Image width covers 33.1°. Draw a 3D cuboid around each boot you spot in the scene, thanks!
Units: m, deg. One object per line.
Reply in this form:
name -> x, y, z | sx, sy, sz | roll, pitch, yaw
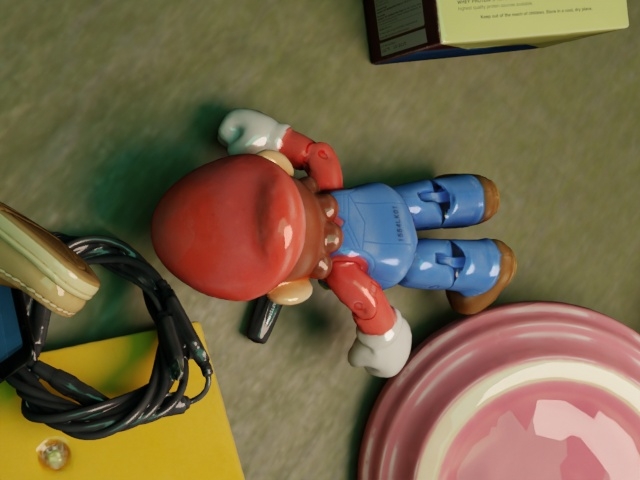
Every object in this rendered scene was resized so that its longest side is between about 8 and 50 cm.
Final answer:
boot -> -0.301, 0.045, 0.746 | 0.262, 0.095, 0.203 | 26, 79, 16

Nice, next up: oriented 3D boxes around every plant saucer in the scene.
plant saucer -> 0.201, 0.223, 0.977 | 0.332, 0.084, 0.332 | 0, 94, -4

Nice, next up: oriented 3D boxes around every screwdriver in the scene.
screwdriver -> -0.025, 0.013, 0.963 | 0.025, 0.024, 0.170 | 24, 78, 7

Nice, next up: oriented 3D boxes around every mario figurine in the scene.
mario figurine -> 0.000, 0.000, 0.924 | 0.320, 0.198, 0.170 | 3, 122, -33

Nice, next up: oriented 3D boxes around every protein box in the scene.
protein box -> 0.148, -0.275, 0.975 | 0.200, 0.136, 0.201 | -10, 95, -23

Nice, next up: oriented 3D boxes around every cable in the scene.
cable -> -0.179, 0.071, 0.842 | 0.150, 0.047, 0.184 | -21, 64, -24

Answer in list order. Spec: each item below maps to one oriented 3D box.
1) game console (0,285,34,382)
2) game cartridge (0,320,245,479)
game console -> -0.278, 0.055, 0.795 | 0.107, 0.071, 0.122 | -8, 63, -24
game cartridge -> -0.186, 0.242, 0.814 | 0.285, 0.052, 0.323 | -10, 73, -24
